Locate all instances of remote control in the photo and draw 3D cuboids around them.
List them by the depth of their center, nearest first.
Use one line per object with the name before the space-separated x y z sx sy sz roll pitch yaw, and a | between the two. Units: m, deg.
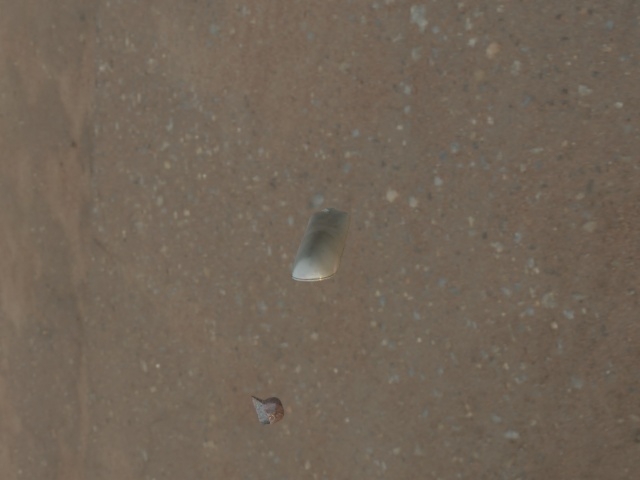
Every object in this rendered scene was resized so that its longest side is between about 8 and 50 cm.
remote control | 0.000 0.000 1.267 0.073 0.229 0.044 -4 118 12

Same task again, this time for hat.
hat | -0.095 0.311 1.475 0.087 0.042 0.058 -8 102 65
